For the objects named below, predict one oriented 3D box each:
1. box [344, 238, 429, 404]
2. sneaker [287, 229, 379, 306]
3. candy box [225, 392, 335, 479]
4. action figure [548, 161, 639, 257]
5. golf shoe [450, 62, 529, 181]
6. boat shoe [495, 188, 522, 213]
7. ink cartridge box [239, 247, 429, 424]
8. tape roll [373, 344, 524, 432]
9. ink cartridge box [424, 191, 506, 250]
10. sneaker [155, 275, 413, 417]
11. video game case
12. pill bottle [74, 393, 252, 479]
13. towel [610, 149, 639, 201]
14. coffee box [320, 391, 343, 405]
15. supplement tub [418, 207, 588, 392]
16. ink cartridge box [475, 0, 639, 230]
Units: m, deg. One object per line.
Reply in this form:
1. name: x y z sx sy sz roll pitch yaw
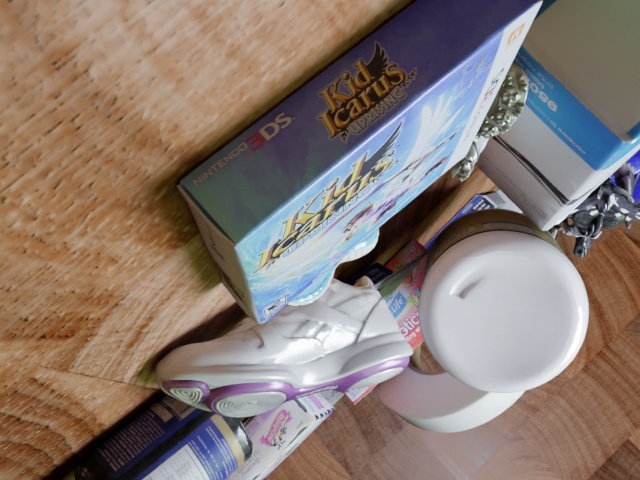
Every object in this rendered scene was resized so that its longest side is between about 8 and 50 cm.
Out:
1. box: 0.130 0.154 1.341 0.300 0.154 0.142 -46 168 6
2. sneaker: 0.000 0.000 0.694 0.162 0.063 0.073 -41 153 -34
3. candy box: -0.071 0.295 1.053 0.165 0.070 0.196 -44 167 -1
4. action figure: 0.432 -0.062 1.137 0.164 0.141 0.276 -1 162 2
5. golf shoe: 0.172 -0.143 0.742 0.086 0.069 0.176 -57 179 -28
6. boat shoe: 0.520 -0.154 1.614 0.102 0.108 0.301 -33 167 -35
7. ink cartridge box: -0.010 0.145 1.080 0.324 0.071 0.330 -25 154 -54
8. tape roll: 0.264 0.192 1.399 0.392 0.392 0.072 -44 124 7
9. ink cartridge box: 0.315 -0.017 1.573 0.223 0.045 0.224 -48 166 21
10. sneaker: -0.044 0.107 0.778 0.305 0.152 0.114 -3 152 -35
11. video game case: 0.030 -0.060 0.551 0.269 0.061 0.244 -40 166 -12
12. pill bottle: -0.195 0.264 0.784 0.219 0.123 0.123 -35 165 -27
13. towel: 0.526 -0.160 1.184 0.227 0.076 0.308 -15 147 -8
14. coffee box: -0.045 0.370 1.579 0.168 0.119 0.297 -36 165 -32
15. supplement tub: 0.271 0.073 1.069 0.228 0.228 0.316 -47 180 16
16. ink cartridge box: 0.353 -0.195 0.836 0.285 0.166 0.395 -42 167 -3
